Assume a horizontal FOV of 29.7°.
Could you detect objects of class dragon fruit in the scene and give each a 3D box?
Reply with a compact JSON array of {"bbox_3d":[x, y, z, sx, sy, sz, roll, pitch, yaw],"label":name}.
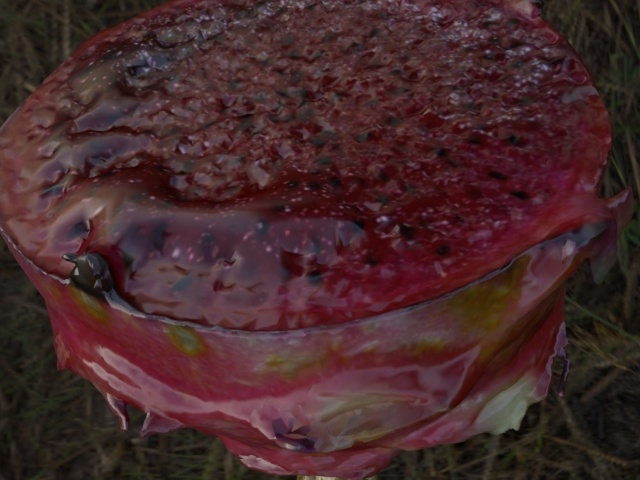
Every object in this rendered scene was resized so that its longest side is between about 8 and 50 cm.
[{"bbox_3d":[0.000,0.000,0.752,0.386,0.249,0.371,24,51,32],"label":"dragon fruit"}]

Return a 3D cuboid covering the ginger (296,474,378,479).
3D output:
[{"bbox_3d":[0.021,0.265,0.968,0.081,0.115,0.205,-12,60,55],"label":"ginger"}]
